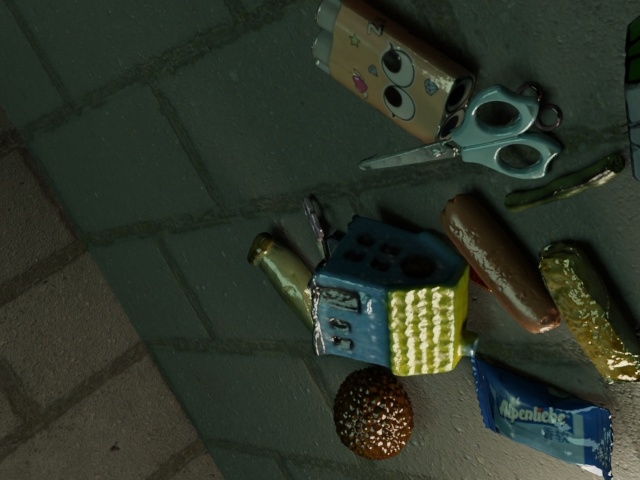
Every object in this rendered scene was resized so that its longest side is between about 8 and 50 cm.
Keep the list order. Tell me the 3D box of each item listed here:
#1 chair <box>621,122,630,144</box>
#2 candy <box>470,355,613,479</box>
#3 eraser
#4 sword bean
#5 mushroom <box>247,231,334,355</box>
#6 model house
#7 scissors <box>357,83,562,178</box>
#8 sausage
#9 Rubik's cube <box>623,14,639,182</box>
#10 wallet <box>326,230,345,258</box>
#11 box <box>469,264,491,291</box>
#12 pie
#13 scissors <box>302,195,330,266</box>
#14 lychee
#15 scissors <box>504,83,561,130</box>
[{"bbox_3d":[0.467,-0.161,1.451,0.086,0.042,0.037,-24,104,23],"label":"chair"},{"bbox_3d":[0.420,0.344,1.987,0.331,0.077,0.187,15,125,47],"label":"candy"},{"bbox_3d":[0.117,-0.293,1.750,0.290,0.087,0.171,39,145,23],"label":"eraser"},{"bbox_3d":[0.380,-0.085,1.642,0.043,0.038,0.269,52,152,-8],"label":"sword bean"},{"bbox_3d":[-0.046,0.120,2.404,0.333,0.087,0.107,51,154,-2],"label":"mushroom"},{"bbox_3d":[0.156,0.119,1.989,0.303,0.215,0.237,12,132,20],"label":"model house"},{"bbox_3d":[0.209,-0.154,1.692,0.360,0.029,0.191,-8,134,37],"label":"scissors"},{"bbox_3d":[0.314,0.042,1.814,0.289,0.086,0.086,51,150,4],"label":"sausage"},{"bbox_3d":[0.491,-0.165,1.178,0.264,0.319,0.319,-3,121,26],"label":"Rubik's cube"},{"bbox_3d":[0.106,0.076,2.194,0.222,0.036,0.167,21,135,41],"label":"wallet"},{"bbox_3d":[0.300,0.050,1.904,0.051,0.023,0.082,31,143,36],"label":"box"},{"bbox_3d":[0.455,0.132,1.730,0.282,0.068,0.129,56,151,-11],"label":"pie"},{"bbox_3d":[-0.001,0.000,2.261,0.110,0.021,0.212,-117,7,-48],"label":"scissors"},{"bbox_3d":[0.118,0.402,2.355,0.200,0.200,0.238,30,130,35],"label":"lychee"},{"bbox_3d":[0.312,-0.183,1.653,0.085,0.022,0.176,46,147,0],"label":"scissors"}]
